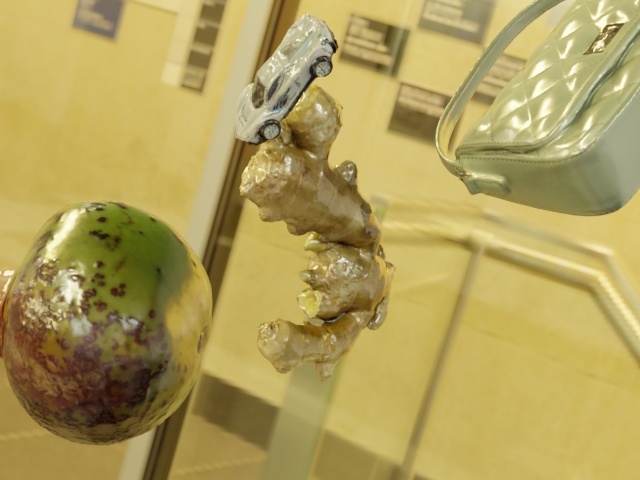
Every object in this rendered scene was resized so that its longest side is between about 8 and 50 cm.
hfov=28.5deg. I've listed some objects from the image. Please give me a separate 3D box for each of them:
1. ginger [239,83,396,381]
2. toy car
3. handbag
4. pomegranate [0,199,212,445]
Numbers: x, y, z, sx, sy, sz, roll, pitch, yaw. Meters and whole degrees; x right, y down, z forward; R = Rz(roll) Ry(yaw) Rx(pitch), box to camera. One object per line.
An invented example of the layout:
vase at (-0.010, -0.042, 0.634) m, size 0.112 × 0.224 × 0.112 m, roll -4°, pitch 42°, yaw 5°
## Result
ginger at (0.000, 0.000, 0.896) m, size 0.052 × 0.193 × 0.176 m, roll 22°, pitch 1°, yaw 40°
toy car at (-0.026, -0.100, 0.793) m, size 0.025 × 0.093 × 0.041 m, roll 28°, pitch 19°, yaw -38°
handbag at (0.197, -0.133, 0.987) m, size 0.219 × 0.256 × 0.079 m, roll 14°, pitch -32°, yaw 51°
pomegranate at (-0.219, 0.067, 1.087) m, size 0.247 × 0.214 × 0.214 m, roll 7°, pitch 9°, yaw -1°
